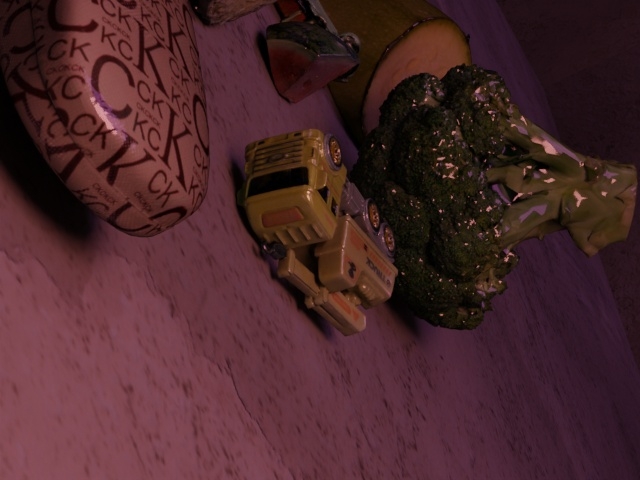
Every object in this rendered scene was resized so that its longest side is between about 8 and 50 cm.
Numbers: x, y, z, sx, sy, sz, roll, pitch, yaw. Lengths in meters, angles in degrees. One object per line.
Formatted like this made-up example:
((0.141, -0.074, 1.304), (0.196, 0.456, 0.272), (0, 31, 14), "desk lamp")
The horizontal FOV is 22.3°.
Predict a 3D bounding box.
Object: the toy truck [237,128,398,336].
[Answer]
((0.000, 0.000, 1.250), (0.169, 0.077, 0.100), (57, 30, -45), "toy truck")

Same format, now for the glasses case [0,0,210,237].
((-0.135, -0.150, 0.956), (0.137, 0.085, 0.355), (45, 22, -44), "glasses case")

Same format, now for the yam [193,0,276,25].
((-0.066, -0.313, 1.358), (0.154, 0.154, 0.254), (36, 31, -64), "yam")

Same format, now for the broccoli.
((0.161, -0.044, 1.535), (0.270, 0.270, 0.270), (2, 90, -84), "broccoli")

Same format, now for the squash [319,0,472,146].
((0.027, -0.207, 1.797), (0.260, 0.189, 0.189), (31, -11, 38), "squash")

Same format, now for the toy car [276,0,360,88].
((-0.010, -0.223, 1.618), (0.143, 0.054, 0.073), (56, 15, -20), "toy car")

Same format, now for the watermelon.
((-0.010, -0.166, 1.496), (0.084, 0.092, 0.072), (-79, -178, -53), "watermelon")
